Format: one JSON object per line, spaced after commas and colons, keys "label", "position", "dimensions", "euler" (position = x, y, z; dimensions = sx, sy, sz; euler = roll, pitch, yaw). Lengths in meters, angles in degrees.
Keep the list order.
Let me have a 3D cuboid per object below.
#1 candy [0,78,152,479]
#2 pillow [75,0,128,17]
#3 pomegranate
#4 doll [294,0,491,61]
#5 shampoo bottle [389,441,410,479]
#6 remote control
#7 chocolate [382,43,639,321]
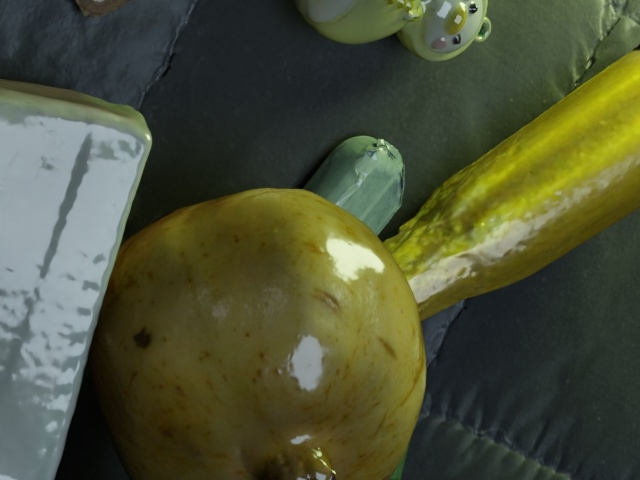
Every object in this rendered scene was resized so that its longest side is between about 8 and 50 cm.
{"label": "candy", "position": [-0.302, 0.033, 1.695], "dimensions": [0.208, 0.145, 0.359], "euler": [12, 99, -26]}
{"label": "pillow", "position": [-0.199, -0.310, 1.734], "dimensions": [0.135, 0.034, 0.211], "euler": [-37, 126, -22]}
{"label": "pomegranate", "position": [-0.053, 0.118, 1.766], "dimensions": [0.342, 0.342, 0.342], "euler": [-14, 115, -32]}
{"label": "doll", "position": [0.077, -0.249, 1.906], "dimensions": [0.296, 0.117, 0.141], "euler": [17, 99, -39]}
{"label": "shampoo bottle", "position": [0.062, 0.254, 2.120], "dimensions": [0.065, 0.065, 0.204], "euler": [4, 104, -38]}
{"label": "remote control", "position": [0.000, 0.000, 1.987], "dimensions": [0.247, 0.052, 0.104], "euler": [-52, 133, -11]}
{"label": "chocolate", "position": [0.218, -0.050, 2.079], "dimensions": [0.445, 0.162, 0.162], "euler": [-32, 123, -18]}
